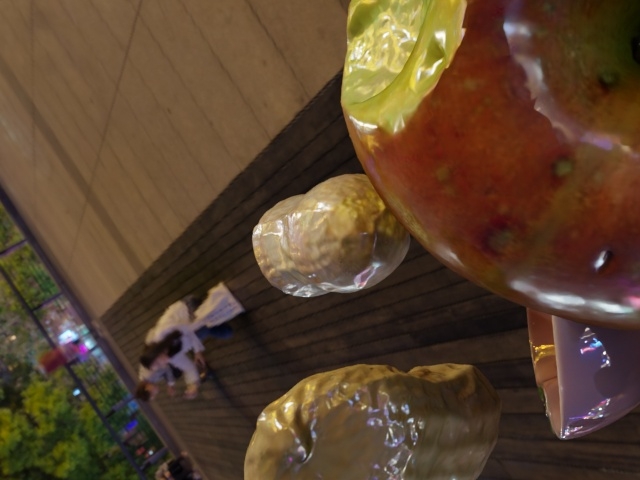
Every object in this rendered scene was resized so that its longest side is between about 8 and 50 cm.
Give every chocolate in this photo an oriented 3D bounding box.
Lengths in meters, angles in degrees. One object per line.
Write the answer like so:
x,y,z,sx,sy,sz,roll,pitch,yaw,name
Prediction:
0.000,0.000,0.758,0.134,0.134,0.309,58,164,-4,chocolate

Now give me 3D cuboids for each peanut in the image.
0.045,0.181,0.556,0.110,0.233,0.196,48,116,42,peanut

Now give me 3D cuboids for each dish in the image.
0.243,0.073,0.596,0.213,0.091,0.213,-6,-90,-79,dish

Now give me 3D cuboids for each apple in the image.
0.182,-0.113,0.415,0.339,0.340,0.339,41,151,29,apple
